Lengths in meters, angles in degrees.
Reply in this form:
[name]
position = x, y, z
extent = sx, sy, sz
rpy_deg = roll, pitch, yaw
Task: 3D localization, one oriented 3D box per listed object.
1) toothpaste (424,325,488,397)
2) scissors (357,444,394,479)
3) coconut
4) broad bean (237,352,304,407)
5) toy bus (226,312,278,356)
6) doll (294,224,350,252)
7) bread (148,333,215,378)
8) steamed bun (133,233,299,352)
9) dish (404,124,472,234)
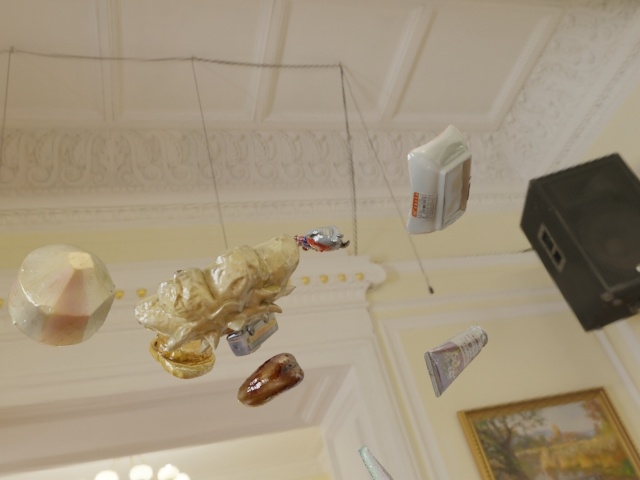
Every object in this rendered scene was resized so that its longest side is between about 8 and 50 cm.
[toothpaste]
position = 0.349, 0.295, 1.591
extent = 0.073, 0.113, 0.299
rpy_deg = -13, 3, 37
[scissors]
position = 0.155, 0.513, 1.202
extent = 0.125, 0.256, 0.030
rpy_deg = -27, -25, -29
[coconut]
position = -0.574, 0.113, 1.364
extent = 0.197, 0.236, 0.237
rpy_deg = 1, -37, -43
[broad bean]
position = -0.116, 0.320, 1.386
extent = 0.114, 0.084, 0.165
rpy_deg = 11, -46, -48
[toy bus]
position = -0.165, 0.227, 1.527
extent = 0.058, 0.072, 0.172
rpy_deg = -17, 9, 26
[doll]
position = 0.001, 0.000, 1.500
extent = 0.104, 0.062, 0.195
rpy_deg = 42, -25, -19
[bread]
position = -0.481, 0.394, 2.169
extent = 0.198, 0.236, 0.120
rpy_deg = -2, -66, -47
[steamed bun]
position = -0.154, 0.100, 1.067
extent = 0.292, 0.137, 0.295
rpy_deg = -28, -8, 1
[dish]
position = 0.248, -0.110, 1.254
extent = 0.151, 0.077, 0.212
rpy_deg = -35, -40, -31
